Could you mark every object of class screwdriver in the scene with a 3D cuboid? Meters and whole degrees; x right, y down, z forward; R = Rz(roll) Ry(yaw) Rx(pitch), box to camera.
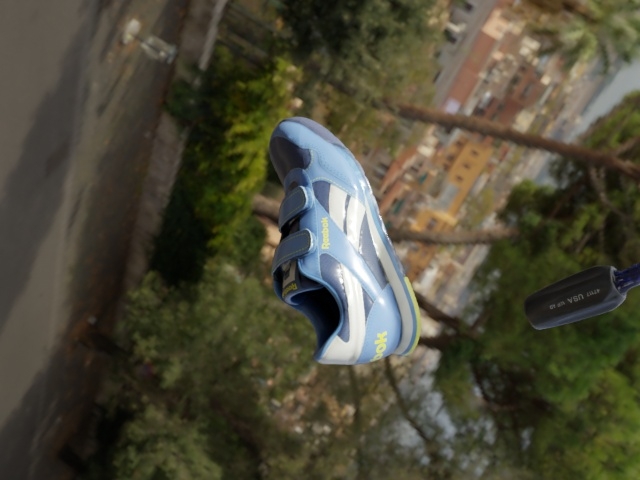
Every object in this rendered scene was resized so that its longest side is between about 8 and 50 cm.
[{"bbox_3d":[0.176,0.006,0.509,0.170,0.025,0.024,-28,143,26],"label":"screwdriver"}]

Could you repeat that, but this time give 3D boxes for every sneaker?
[{"bbox_3d":[0.000,0.000,0.554,0.059,0.144,0.053,-18,163,-23],"label":"sneaker"}]
